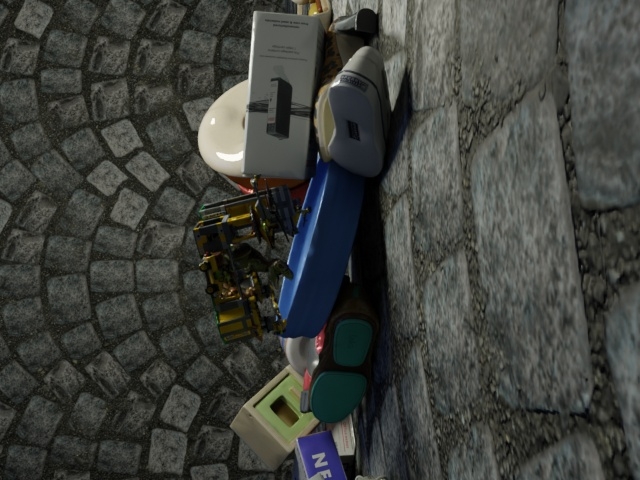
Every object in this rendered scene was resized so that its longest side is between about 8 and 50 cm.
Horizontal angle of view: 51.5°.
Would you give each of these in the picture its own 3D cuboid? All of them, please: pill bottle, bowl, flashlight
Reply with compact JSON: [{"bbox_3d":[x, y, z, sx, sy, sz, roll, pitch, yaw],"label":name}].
[{"bbox_3d":[-0.023,0.241,1.646,0.272,0.152,0.153,-164,71,-81],"label":"pill bottle"},{"bbox_3d":[0.000,0.000,1.266,0.391,0.077,0.392,-165,90,-84],"label":"bowl"},{"bbox_3d":[0.019,0.225,1.444,0.103,0.103,0.304,108,170,-74],"label":"flashlight"}]

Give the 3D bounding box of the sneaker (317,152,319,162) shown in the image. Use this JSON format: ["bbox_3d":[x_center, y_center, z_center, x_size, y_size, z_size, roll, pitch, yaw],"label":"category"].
[{"bbox_3d":[0.031,-0.237,1.423,0.087,0.083,0.222,167,96,-71],"label":"sneaker"}]

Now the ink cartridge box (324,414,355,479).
[{"bbox_3d":[0.043,0.496,1.601,0.180,0.060,0.104,93,172,-45],"label":"ink cartridge box"}]

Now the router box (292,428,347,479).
[{"bbox_3d":[0.022,0.636,1.457,0.301,0.082,0.336,95,160,-49],"label":"router box"}]

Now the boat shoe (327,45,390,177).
[{"bbox_3d":[0.063,-0.188,1.006,0.088,0.096,0.267,-63,-18,-18],"label":"boat shoe"}]

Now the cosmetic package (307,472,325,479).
[{"bbox_3d":[0.036,0.531,0.921,0.284,0.097,0.377,50,152,32],"label":"cosmetic package"}]

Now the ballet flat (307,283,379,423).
[{"bbox_3d":[0.044,0.210,1.267,0.124,0.116,0.343,-84,1,-47],"label":"ballet flat"}]

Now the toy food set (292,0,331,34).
[{"bbox_3d":[-0.032,-0.559,1.756,0.306,0.092,0.220,-98,8,-46],"label":"toy food set"}]

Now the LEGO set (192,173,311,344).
[{"bbox_3d":[-0.093,0.024,1.141,0.331,0.191,0.255,-143,39,-86],"label":"LEGO set"}]

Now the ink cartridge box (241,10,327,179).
[{"bbox_3d":[-0.060,-0.247,1.188,0.197,0.114,0.273,-51,-33,-81],"label":"ink cartridge box"}]

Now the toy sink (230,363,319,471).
[{"bbox_3d":[-0.073,0.406,1.600,0.153,0.234,0.131,43,135,13],"label":"toy sink"}]

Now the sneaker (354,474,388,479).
[{"bbox_3d":[0.076,0.424,1.046,0.297,0.110,0.130,98,174,-55],"label":"sneaker"}]

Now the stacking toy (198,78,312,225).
[{"bbox_3d":[-0.074,-0.157,1.709,0.480,0.350,0.351,67,-169,-47],"label":"stacking toy"}]

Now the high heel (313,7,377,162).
[{"bbox_3d":[0.031,-0.266,1.165,0.186,0.093,0.262,-141,65,-74],"label":"high heel"}]
